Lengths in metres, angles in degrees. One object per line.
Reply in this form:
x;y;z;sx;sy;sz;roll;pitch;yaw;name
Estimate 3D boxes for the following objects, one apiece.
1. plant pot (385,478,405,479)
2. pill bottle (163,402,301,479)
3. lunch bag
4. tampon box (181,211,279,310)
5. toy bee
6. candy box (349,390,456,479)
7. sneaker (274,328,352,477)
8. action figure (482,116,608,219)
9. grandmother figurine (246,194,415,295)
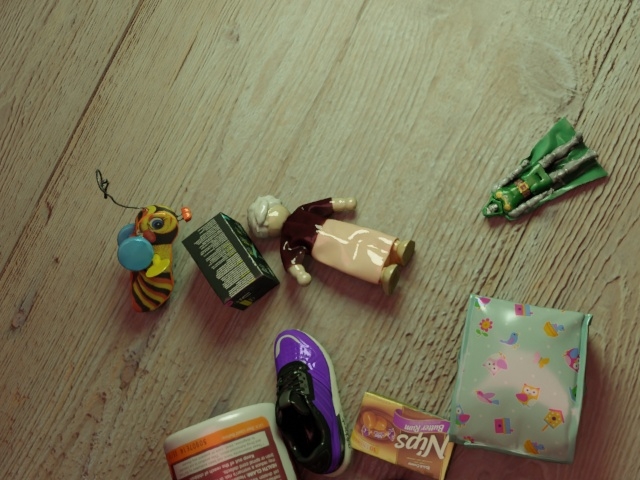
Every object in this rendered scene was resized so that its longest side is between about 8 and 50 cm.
0.122;0.529;1.345;0.201;0.180;0.201;-3;78;14;plant pot
-0.125;0.513;1.390;0.224;0.224;0.392;-23;74;10;pill bottle
0.348;0.247;1.352;0.223;0.160;0.262;8;76;15;lunch bag
-0.178;0.044;1.546;0.101;0.120;0.161;-37;73;4;tampon box
-0.331;0.001;1.551;0.162;0.298;0.195;-12;46;-8;toy bee
0.158;0.362;1.434;0.186;0.053;0.109;17;85;19;candy box
-0.035;0.288;1.426;0.102;0.146;0.293;-31;61;19;sneaker
0.406;-0.113;1.458;0.232;0.063;0.137;-36;76;9;action figure
0.000;0.000;1.526;0.342;0.104;0.208;23;59;20;grandmother figurine
